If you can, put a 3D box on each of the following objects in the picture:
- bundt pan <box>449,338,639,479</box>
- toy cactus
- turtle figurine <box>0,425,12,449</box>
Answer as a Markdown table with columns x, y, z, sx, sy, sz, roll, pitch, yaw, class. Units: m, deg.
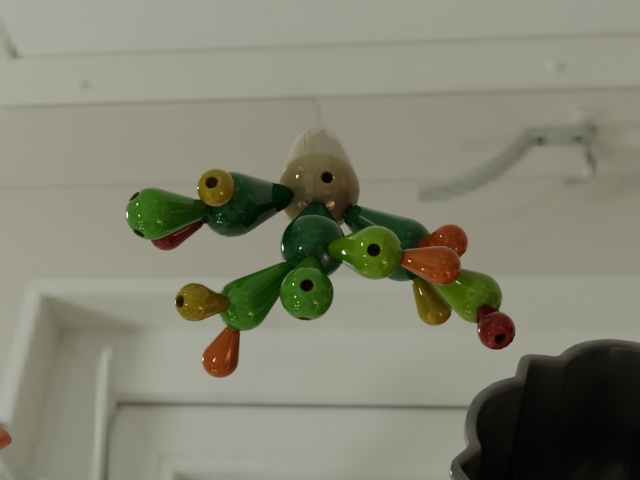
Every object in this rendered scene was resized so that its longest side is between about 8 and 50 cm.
| x | y | z | sx | sy | sz | roll | pitch | yaw | class |
| --- | --- | --- | --- | --- | --- | --- | --- | --- | --- |
| 0.226 | 0.211 | 0.943 | 0.331 | 0.331 | 0.124 | -72 | -4 | -56 | bundt pan |
| 0.000 | 0.000 | 0.894 | 0.180 | 0.219 | 0.112 | -87 | 4 | -58 | toy cactus |
| -0.207 | 0.223 | 0.676 | 0.217 | 0.087 | 0.269 | -46 | 17 | 48 | turtle figurine |
